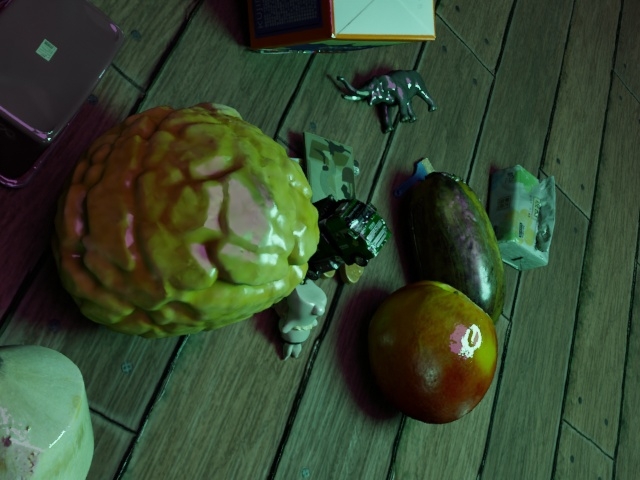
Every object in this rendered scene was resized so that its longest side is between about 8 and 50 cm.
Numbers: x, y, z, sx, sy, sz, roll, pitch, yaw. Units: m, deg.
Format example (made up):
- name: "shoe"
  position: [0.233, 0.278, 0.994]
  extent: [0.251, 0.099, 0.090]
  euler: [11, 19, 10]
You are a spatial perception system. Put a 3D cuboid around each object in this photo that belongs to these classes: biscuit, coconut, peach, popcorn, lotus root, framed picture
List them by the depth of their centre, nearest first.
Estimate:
- name: "coconut"
  position: [-0.401, 0.241, 0.907]
  extent: [0.241, 0.241, 0.241]
  euler: [14, 68, -38]
- name: "popcorn"
  position: [-0.199, -0.034, 1.097]
  extent: [0.390, 0.353, 0.345]
  euler: [-17, 97, -40]
- name: "peach"
  position: [0.218, 0.222, 1.458]
  extent: [0.238, 0.280, 0.281]
  euler: [2, 71, -81]
- name: "biscuit"
  position: [0.026, -0.029, 1.498]
  extent: [0.144, 0.040, 0.237]
  euler: [17, 62, -45]
- name: "framed picture"
  position: [0.022, -0.116, 1.498]
  extent: [0.135, 0.010, 0.201]
  euler: [12, 66, -41]
- name: "lotus root"
  position: [0.311, 0.036, 1.629]
  extent: [0.195, 0.179, 0.398]
  euler: [-5, 80, -40]

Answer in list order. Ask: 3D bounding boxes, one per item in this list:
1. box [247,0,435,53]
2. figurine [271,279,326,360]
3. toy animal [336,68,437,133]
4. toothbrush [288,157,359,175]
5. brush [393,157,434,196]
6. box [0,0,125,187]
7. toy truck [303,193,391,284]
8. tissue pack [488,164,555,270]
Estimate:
- name: "box"
  position: [0.032, -0.561, 1.454]
  extent: [0.318, 0.256, 0.349]
  euler: [-16, 106, -44]
- name: "figurine"
  position: [-0.044, 0.141, 1.353]
  extent: [0.081, 0.146, 0.098]
  euler: [8, 39, -26]
- name: "toy animal"
  position: [0.157, -0.324, 1.677]
  extent: [0.269, 0.082, 0.137]
  euler: [-15, 84, -39]
- name: "toothbrush"
  position: [-0.011, -0.157, 1.511]
  extent: [0.262, 0.026, 0.022]
  euler: [4, 81, -40]
- name: "brush"
  position: [0.219, -0.144, 1.718]
  extent: [0.164, 0.014, 0.051]
  euler: [-39, 101, -40]
- name: "box"
  position: [-0.434, -0.246, 1.078]
  extent: [0.193, 0.167, 0.294]
  euler: [37, 55, -25]
- name: "toy truck"
  position: [0.000, 0.000, 1.315]
  extent: [0.121, 0.259, 0.088]
  euler: [51, 50, -17]
- name: "tissue pack"
  position: [0.533, -0.064, 1.877]
  extent: [0.159, 0.145, 0.230]
  euler: [29, 59, -31]
